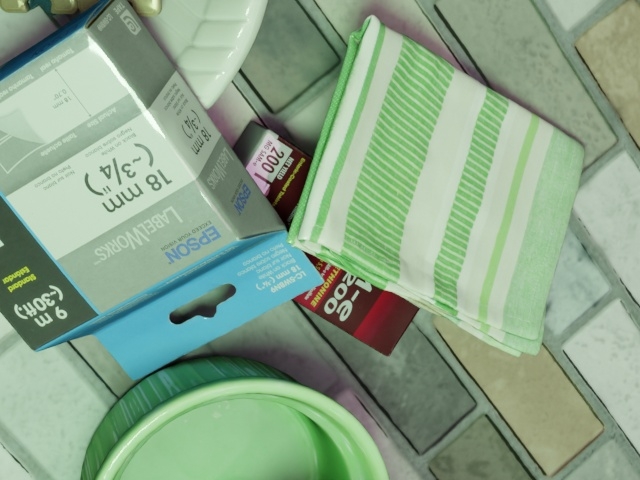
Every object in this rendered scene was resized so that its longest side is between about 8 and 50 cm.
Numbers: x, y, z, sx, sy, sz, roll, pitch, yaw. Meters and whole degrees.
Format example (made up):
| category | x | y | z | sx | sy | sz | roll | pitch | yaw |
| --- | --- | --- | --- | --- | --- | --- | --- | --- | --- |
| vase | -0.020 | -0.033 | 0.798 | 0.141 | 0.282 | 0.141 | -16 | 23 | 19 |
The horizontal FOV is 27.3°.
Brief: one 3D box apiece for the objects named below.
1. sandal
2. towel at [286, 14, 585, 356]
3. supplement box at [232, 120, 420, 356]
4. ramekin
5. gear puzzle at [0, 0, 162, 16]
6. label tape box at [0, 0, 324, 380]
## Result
| category | x | y | z | sx | sy | sz | roll | pitch | yaw |
| --- | --- | --- | --- | --- | --- | --- | --- | --- | --- |
| sandal | -0.084 | -0.286 | 1.203 | 0.102 | 0.169 | 0.416 | 0 | 113 | -60 |
| towel | 0.128 | -0.048 | 1.294 | 0.325 | 0.038 | 0.248 | 26 | 73 | -33 |
| supplement box | 0.000 | 0.000 | 1.313 | 0.239 | 0.073 | 0.130 | 32 | 92 | -22 |
| ramekin | -0.094 | 0.260 | 1.296 | 0.303 | 0.148 | 0.303 | -4 | 103 | -18 |
| gear puzzle | -0.220 | -0.365 | 1.144 | 0.175 | 0.044 | 0.339 | 4 | 110 | 15 |
| label tape box | -0.187 | -0.015 | 1.181 | 0.241 | 0.106 | 0.333 | -28 | 111 | 20 |
